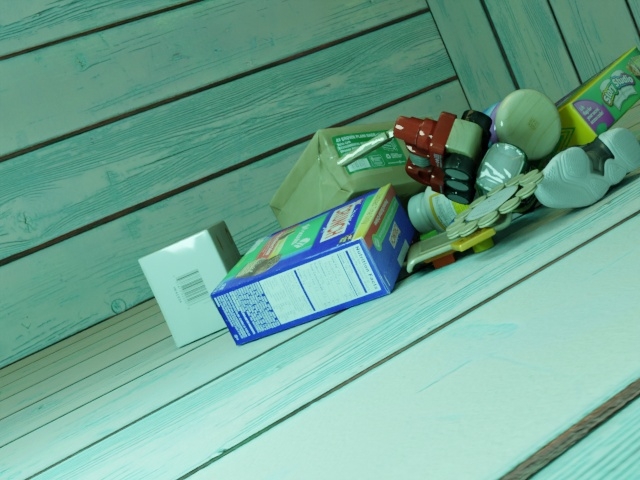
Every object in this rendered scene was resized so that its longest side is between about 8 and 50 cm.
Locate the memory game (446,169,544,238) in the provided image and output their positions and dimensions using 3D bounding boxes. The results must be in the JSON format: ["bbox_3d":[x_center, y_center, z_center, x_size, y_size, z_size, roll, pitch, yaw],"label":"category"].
[{"bbox_3d":[0.283,-0.058,1.345,0.186,0.012,0.186,-35,8,6],"label":"memory game"}]

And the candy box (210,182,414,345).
[{"bbox_3d":[-0.007,0.042,1.519,0.317,0.122,0.268,-21,15,23],"label":"candy box"}]

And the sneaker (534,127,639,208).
[{"bbox_3d":[0.439,-0.109,1.459,0.269,0.101,0.153,-26,-1,-32],"label":"sneaker"}]

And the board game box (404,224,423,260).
[{"bbox_3d":[0.045,0.060,1.766,0.347,0.056,0.208,-22,0,16],"label":"board game box"}]

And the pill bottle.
[{"bbox_3d":[0.290,-0.081,1.710,0.208,0.117,0.118,-20,6,39],"label":"pill bottle"}]

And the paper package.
[{"bbox_3d":[0.096,-0.115,1.840,0.325,0.168,0.309,-12,-26,-34],"label":"paper package"}]

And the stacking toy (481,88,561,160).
[{"bbox_3d":[0.355,-0.216,1.733,0.141,0.141,0.330,-25,5,-18],"label":"stacking toy"}]

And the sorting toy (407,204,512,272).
[{"bbox_3d":[0.242,0.004,1.435,0.196,0.047,0.347,-26,4,9],"label":"sorting toy"}]

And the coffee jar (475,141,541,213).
[{"bbox_3d":[0.353,-0.110,1.518,0.079,0.096,0.184,27,3,28],"label":"coffee jar"}]

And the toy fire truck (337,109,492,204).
[{"bbox_3d":[0.178,-0.161,1.548,0.246,0.158,0.217,19,-11,14],"label":"toy fire truck"}]

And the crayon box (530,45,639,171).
[{"bbox_3d":[0.554,-0.257,1.859,0.363,0.106,0.313,-38,1,-39],"label":"crayon box"}]

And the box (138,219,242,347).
[{"bbox_3d":[-0.275,0.090,1.929,0.168,0.215,0.345,-24,4,2],"label":"box"}]
